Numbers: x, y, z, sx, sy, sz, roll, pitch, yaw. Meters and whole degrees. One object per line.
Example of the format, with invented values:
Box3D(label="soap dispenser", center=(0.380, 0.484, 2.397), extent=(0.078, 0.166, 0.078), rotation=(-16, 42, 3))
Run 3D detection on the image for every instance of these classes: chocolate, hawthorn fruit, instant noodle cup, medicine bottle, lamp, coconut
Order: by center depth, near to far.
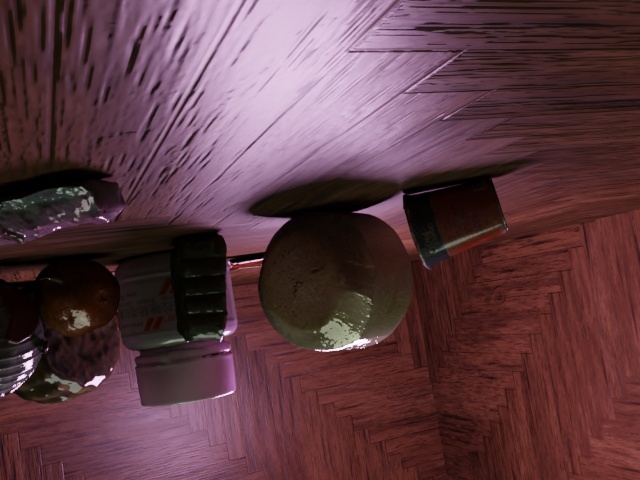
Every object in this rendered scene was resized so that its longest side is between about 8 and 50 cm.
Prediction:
Box3D(label="instant noodle cup", center=(0.209, -0.034, 1.076), extent=(0.136, 0.127, 0.127), rotation=(-19, 173, 15))
Box3D(label="lamp", center=(-0.596, 0.159, 1.186), extent=(0.265, 0.233, 0.233), rotation=(17, -173, 26))
Box3D(label="coconut", center=(0.035, 0.068, 1.188), extent=(0.237, 0.237, 0.266), rotation=(-11, 175, 27))
Box3D(label="hawthorn fruit", center=(-0.438, 0.084, 1.263), extent=(0.149, 0.149, 0.189), rotation=(-7, 135, -16))
Box3D(label="medicine bottle", center=(-0.294, 0.180, 1.476), extent=(0.241, 0.301, 0.241), rotation=(-9, 175, -1))
Box3D(label="chocolate", center=(-0.179, 0.050, 1.797), extent=(0.183, 0.028, 0.086), rotation=(-9, 168, -13))

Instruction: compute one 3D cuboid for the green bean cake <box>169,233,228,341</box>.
Box3D(label="green bean cake", center=(-0.217, 0.090, 1.262), extent=(0.094, 0.185, 0.183), rotation=(-5, 176, -16))

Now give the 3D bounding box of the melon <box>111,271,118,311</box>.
Box3D(label="melon", center=(-0.477, 0.126, 1.696), extent=(0.093, 0.139, 0.202), rotation=(-33, 167, 11))

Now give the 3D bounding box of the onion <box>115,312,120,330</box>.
Box3D(label="onion", center=(-0.537, 0.190, 2.010), extent=(0.248, 0.161, 0.248), rotation=(-1, 168, 0))

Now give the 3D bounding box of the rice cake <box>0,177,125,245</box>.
Box3D(label="rice cake", center=(-0.332, -0.014, 0.657), extent=(0.290, 0.051, 0.081), rotation=(-10, 175, 5))

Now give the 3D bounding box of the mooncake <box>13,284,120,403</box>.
Box3D(label="mooncake", center=(-0.616, 0.236, 1.659), extent=(0.161, 0.290, 0.290), rotation=(-17, 172, 27))
